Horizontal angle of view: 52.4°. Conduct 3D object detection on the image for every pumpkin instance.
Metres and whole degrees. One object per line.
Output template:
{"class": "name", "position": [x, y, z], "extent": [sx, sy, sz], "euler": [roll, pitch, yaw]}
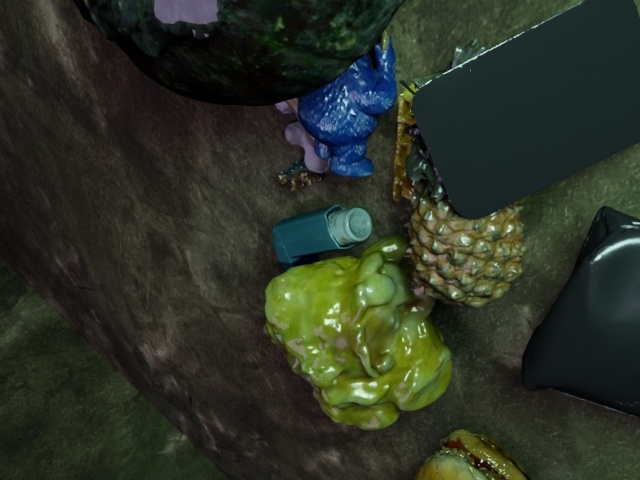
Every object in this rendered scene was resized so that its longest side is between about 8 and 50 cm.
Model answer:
{"class": "pumpkin", "position": [-0.090, -0.376, 0.753], "extent": [0.455, 0.344, 0.454], "euler": [0, 91, 33]}

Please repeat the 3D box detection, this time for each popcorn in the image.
{"class": "popcorn", "position": [0.075, 0.165, 1.186], "extent": [0.294, 0.292, 0.334], "euler": [32, 150, 43]}

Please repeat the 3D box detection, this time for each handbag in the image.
{"class": "handbag", "position": [0.446, 0.123, 0.846], "extent": [0.288, 0.152, 0.342], "euler": [23, 143, 15]}

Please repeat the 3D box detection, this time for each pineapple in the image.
{"class": "pineapple", "position": [0.173, -0.083, 0.831], "extent": [0.169, 0.169, 0.340], "euler": [16, 133, 38]}

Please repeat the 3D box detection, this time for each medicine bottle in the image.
{"class": "medicine bottle", "position": [0.000, 0.000, 1.262], "extent": [0.258, 0.079, 0.124], "euler": [-15, 108, 52]}

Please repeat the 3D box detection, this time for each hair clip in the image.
{"class": "hair clip", "position": [-0.029, -0.229, 1.086], "extent": [0.146, 0.075, 0.257], "euler": [-24, 111, 36]}

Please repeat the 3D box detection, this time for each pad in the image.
{"class": "pad", "position": [0.251, -0.149, 0.743], "extent": [0.181, 0.267, 0.004], "euler": [62, -173, -19]}

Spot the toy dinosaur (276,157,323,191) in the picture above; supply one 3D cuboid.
{"class": "toy dinosaur", "position": [-0.027, -0.126, 1.199], "extent": [0.154, 0.049, 0.055], "euler": [-18, 94, 41]}

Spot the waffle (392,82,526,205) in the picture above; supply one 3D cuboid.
{"class": "waffle", "position": [0.213, -0.098, 0.952], "extent": [0.219, 0.057, 0.229], "euler": [25, 138, 29]}

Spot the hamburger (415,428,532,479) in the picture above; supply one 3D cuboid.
{"class": "hamburger", "position": [0.313, 0.514, 1.339], "extent": [0.244, 0.163, 0.244], "euler": [28, 142, 25]}

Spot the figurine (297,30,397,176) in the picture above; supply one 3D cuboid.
{"class": "figurine", "position": [0.029, -0.222, 0.944], "extent": [0.164, 0.121, 0.262], "euler": [23, 126, 44]}
